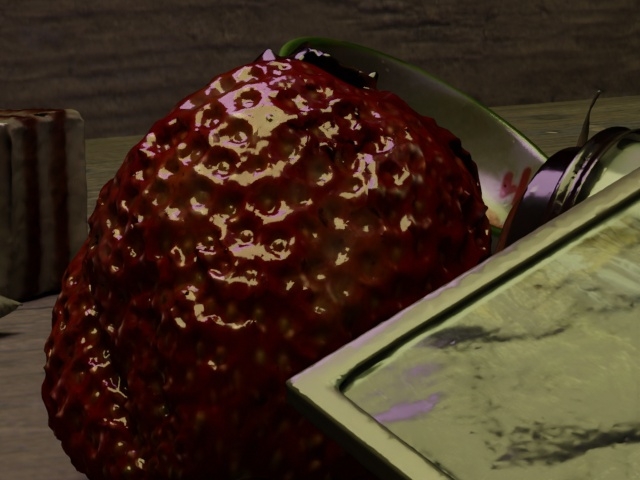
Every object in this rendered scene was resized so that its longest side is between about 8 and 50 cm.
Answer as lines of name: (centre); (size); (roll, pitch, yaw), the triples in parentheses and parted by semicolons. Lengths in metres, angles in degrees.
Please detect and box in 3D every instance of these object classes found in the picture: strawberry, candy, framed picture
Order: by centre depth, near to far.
framed picture: (0.179, 0.056, 0.869); (0.324, 0.020, 0.240); (-29, 44, -27)
strawberry: (-0.024, 0.044, 1.029); (0.238, 0.250, 0.288); (18, 33, -10)
candy: (-0.376, -0.042, 1.816); (0.320, 0.179, 0.135); (2, 11, 36)

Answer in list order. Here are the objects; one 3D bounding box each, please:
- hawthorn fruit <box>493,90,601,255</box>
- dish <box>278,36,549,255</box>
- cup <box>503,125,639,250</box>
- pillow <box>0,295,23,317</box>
hawthorn fruit: (0.173, 0.015, 1.273); (0.149, 0.189, 0.149); (-29, -7, -4)
dish: (0.077, -0.048, 1.688); (0.324, 0.124, 0.324); (26, 23, -12)
cup: (0.245, 0.045, 1.025); (0.279, 0.196, 0.196); (12, 16, 31)
pillow: (-0.360, 0.055, 1.521); (0.134, 0.078, 0.181); (-1, 11, 32)
